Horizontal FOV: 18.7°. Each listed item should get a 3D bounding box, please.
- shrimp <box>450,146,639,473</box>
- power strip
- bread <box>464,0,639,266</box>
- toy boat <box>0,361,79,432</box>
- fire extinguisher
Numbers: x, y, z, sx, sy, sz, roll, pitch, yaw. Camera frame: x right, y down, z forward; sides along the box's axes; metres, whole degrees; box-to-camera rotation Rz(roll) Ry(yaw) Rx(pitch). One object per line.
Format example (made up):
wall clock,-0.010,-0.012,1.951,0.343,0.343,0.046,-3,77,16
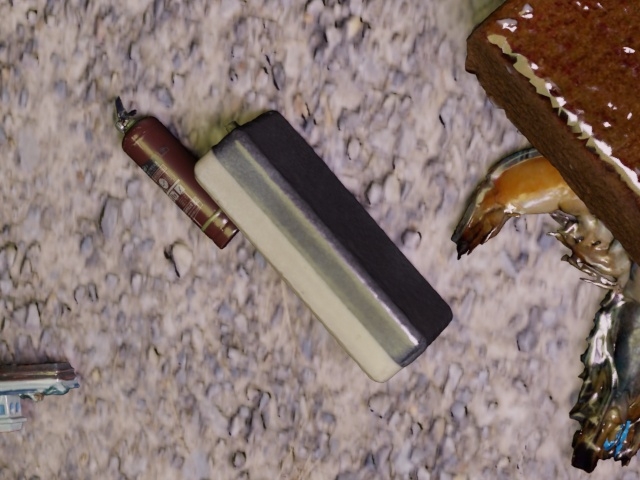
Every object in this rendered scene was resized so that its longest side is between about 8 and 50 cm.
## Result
shrimp,0.208,0.050,1.618,0.222,0.054,0.290,14,108,16
power strip,0.000,0.000,1.660,0.070,0.105,0.257,-41,87,23
bread,0.299,-0.048,1.495,0.165,0.113,0.416,-41,88,-7
toy boat,-0.294,0.149,1.850,0.140,0.059,0.066,-5,87,26
fire extinguisher,-0.129,-0.061,1.728,0.158,0.043,0.064,46,159,4
